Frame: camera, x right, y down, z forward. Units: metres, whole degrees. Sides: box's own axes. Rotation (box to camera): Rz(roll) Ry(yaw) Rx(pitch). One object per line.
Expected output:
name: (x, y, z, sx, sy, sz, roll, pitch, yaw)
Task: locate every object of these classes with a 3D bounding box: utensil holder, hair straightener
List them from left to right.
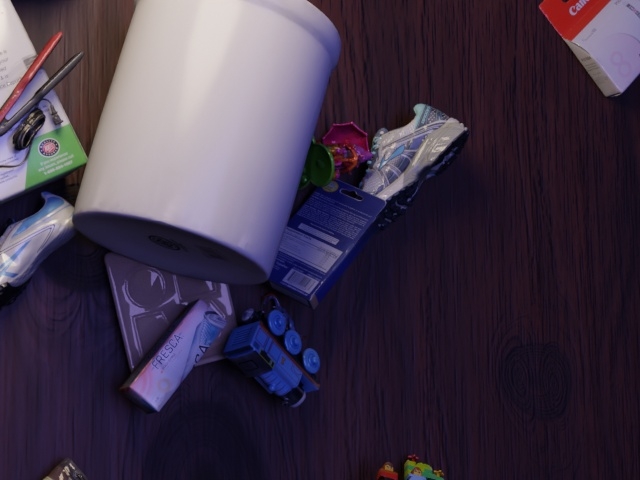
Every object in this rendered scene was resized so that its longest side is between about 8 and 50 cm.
hair straightener: (-0.406, -0.188, 1.723, 0.089, 0.047, 0.230, 39, 65, -20)
utensil holder: (-0.173, -0.162, 1.805, 0.327, 0.327, 0.385, 22, 74, -23)

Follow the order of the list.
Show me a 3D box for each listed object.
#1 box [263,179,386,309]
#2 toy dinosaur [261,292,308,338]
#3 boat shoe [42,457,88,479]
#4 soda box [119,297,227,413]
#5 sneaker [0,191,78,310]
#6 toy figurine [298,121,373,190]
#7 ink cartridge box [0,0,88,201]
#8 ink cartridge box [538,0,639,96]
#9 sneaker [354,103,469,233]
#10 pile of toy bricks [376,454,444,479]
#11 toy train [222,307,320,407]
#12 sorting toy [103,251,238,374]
box: (0.000, 0.000, 1.997, 0.225, 0.136, 0.036, -51, 146, -22)
toy dinosaur: (-0.067, 0.128, 2.006, 0.090, 0.047, 0.082, 8, 67, -59)
boat shoe: (-0.319, 0.414, 1.807, 0.223, 0.080, 0.073, 42, 72, -11)
soda box: (-0.226, 0.178, 1.851, 0.063, 0.058, 0.183, 43, 65, -12)
sneaker: (-0.461, 0.025, 1.794, 0.086, 0.085, 0.237, 38, 70, 11)
toy figurine: (0.024, -0.151, 2.021, 0.159, 0.173, 0.130, -11, 116, -39)
ink cartridge box: (-0.507, -0.196, 1.767, 0.211, 0.121, 0.289, -27, 96, -28)
ink cartridge box: (0.565, -0.428, 2.378, 0.189, 0.066, 0.232, -46, 108, -24)
sneaker: (0.125, -0.124, 2.104, 0.283, 0.110, 0.122, -43, 69, -12)
pile of toy bricks: (0.166, 0.416, 2.049, 0.212, 0.118, 0.105, 18, 43, -15)
toy train: (-0.074, 0.192, 1.938, 0.184, 0.080, 0.105, 51, 42, -28)
sorting toy: (-0.234, 0.102, 1.918, 0.193, 0.038, 0.208, -13, 85, -28)
